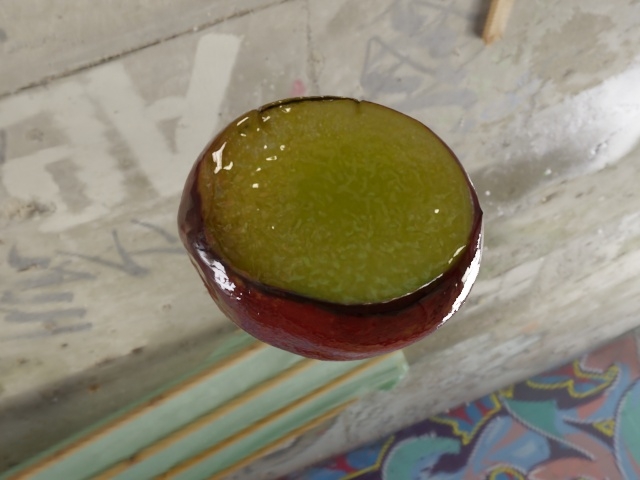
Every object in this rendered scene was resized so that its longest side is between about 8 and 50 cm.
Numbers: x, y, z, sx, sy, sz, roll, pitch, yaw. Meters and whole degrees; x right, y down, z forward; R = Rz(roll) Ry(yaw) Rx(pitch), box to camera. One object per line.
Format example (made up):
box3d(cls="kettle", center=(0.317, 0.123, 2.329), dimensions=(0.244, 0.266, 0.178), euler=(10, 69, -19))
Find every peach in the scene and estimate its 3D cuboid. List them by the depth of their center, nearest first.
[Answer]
box3d(cls="peach", center=(0.000, 0.000, 0.810), dimensions=(0.274, 0.249, 0.245), euler=(7, 128, -13))
